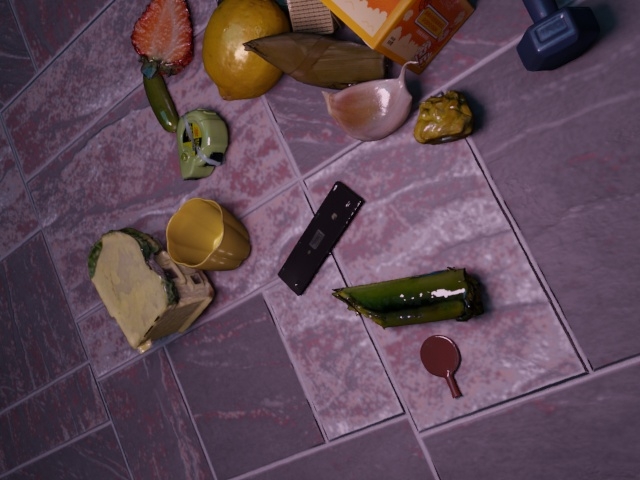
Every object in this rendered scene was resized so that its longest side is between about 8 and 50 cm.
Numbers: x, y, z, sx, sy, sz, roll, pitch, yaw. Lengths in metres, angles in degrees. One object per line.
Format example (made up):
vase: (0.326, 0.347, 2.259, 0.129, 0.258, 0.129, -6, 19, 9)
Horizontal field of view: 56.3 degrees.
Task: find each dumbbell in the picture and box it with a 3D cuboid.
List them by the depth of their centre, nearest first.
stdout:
dumbbell: (0.445, -0.521, 1.245, 0.144, 0.160, 0.325, -21, 81, -4)

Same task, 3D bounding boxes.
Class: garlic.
garlic: (0.148, -0.317, 1.409, 0.266, 0.148, 0.128, -19, 63, 34)

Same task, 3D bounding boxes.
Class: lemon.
lemon: (-0.188, -0.501, 1.540, 0.263, 0.236, 0.236, -40, 74, 31)

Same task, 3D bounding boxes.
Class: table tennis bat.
table tennis bat: (0.296, 0.302, 1.432, 0.098, 0.019, 0.155, -28, 77, 26)

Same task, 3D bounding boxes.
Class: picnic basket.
picnic basket: (-0.018, -0.591, 1.476, 0.115, 0.079, 0.164, 2, 125, 23)

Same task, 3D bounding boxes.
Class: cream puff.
cream puff: (0.278, -0.281, 1.350, 0.146, 0.146, 0.116, -6, 88, 29)

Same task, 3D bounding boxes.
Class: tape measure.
tape measure: (-0.335, -0.285, 1.703, 0.175, 0.106, 0.200, -10, 85, 42)

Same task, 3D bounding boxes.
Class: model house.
model house: (-0.446, 0.103, 1.680, 0.261, 0.266, 0.321, -47, 70, 29)

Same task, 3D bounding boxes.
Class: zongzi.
zongzi: (0.003, -0.427, 1.404, 0.260, 0.289, 0.123, 15, 102, 26)

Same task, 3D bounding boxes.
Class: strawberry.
strawberry: (-0.451, -0.591, 1.757, 0.188, 0.106, 0.286, 11, 84, 5)

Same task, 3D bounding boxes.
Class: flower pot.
flower pot: (-0.295, -0.001, 1.638, 0.195, 0.179, 0.195, -8, 71, 24)

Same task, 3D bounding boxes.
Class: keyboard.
keyboard: (0.000, 0.000, 1.576, 0.106, 0.027, 0.317, 43, 111, 24)

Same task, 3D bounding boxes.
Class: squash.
squash: (-0.488, -0.433, 1.800, 0.066, 0.066, 0.252, -29, 78, 26)

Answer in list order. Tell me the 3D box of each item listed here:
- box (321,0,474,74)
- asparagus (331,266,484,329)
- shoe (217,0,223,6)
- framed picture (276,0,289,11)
box: (0.154, -0.549, 1.321, 0.259, 0.283, 0.214, 47, 113, 18)
asparagus: (0.195, 0.147, 1.433, 0.382, 0.108, 0.128, -12, 88, 30)
shoe: (-0.190, -0.635, 1.636, 0.179, 0.049, 0.071, 5, 84, 6)
framed picture: (-0.044, -0.705, 1.470, 0.232, 0.019, 0.296, 15, 128, 14)
